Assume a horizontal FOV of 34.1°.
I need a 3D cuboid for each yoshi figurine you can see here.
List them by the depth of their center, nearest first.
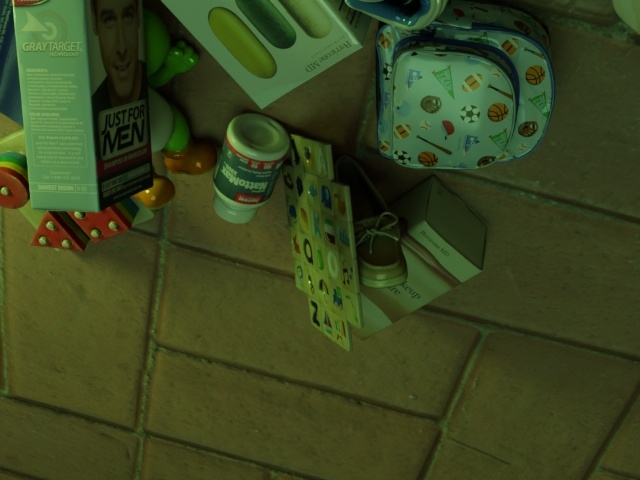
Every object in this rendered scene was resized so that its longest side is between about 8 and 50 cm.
[{"bbox_3d":[-0.285,-0.234,1.682,0.203,0.204,0.362,-17,124,8],"label":"yoshi figurine"}]

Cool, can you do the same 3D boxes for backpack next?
[{"bbox_3d":[0.213,-0.228,1.536,0.263,0.213,0.277,-1,129,2],"label":"backpack"}]

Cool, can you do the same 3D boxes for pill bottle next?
[{"bbox_3d":[-0.126,-0.118,1.784,0.108,0.108,0.180,20,134,-3],"label":"pill bottle"}]

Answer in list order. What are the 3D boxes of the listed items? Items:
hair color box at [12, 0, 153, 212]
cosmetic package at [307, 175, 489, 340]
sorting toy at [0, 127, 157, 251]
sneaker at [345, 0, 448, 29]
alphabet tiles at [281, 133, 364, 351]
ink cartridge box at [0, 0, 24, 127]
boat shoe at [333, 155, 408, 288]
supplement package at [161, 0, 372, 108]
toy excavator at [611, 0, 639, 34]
[{"bbox_3d":[-0.334,-0.243,1.487,0.113,0.185,0.375,2,105,15],"label":"hair color box"},{"bbox_3d":[0.135,0.038,1.837,0.153,0.129,0.296,39,129,-19],"label":"cosmetic package"},{"bbox_3d":[-0.482,-0.085,1.923,0.255,0.089,0.257,-18,124,29],"label":"sorting toy"},{"bbox_3d":[0.058,-0.421,1.371,0.130,0.236,0.323,-30,118,35],"label":"sneaker"},{"bbox_3d":[0.000,0.000,1.720,0.011,0.285,0.343,-12,105,-19],"label":"alphabet tiles"},{"bbox_3d":[-0.566,-0.363,1.639,0.307,0.072,0.304,32,123,8],"label":"ink cartridge box"},{"bbox_3d":[0.066,-0.030,1.700,0.104,0.285,0.089,-11,129,-14],"label":"boat shoe"},{"bbox_3d":[-0.077,-0.373,1.477,0.199,0.198,0.263,-27,120,32],"label":"supplement package"},{"bbox_3d":[0.409,-0.409,1.335,0.432,0.222,0.445,16,150,3],"label":"toy excavator"}]
